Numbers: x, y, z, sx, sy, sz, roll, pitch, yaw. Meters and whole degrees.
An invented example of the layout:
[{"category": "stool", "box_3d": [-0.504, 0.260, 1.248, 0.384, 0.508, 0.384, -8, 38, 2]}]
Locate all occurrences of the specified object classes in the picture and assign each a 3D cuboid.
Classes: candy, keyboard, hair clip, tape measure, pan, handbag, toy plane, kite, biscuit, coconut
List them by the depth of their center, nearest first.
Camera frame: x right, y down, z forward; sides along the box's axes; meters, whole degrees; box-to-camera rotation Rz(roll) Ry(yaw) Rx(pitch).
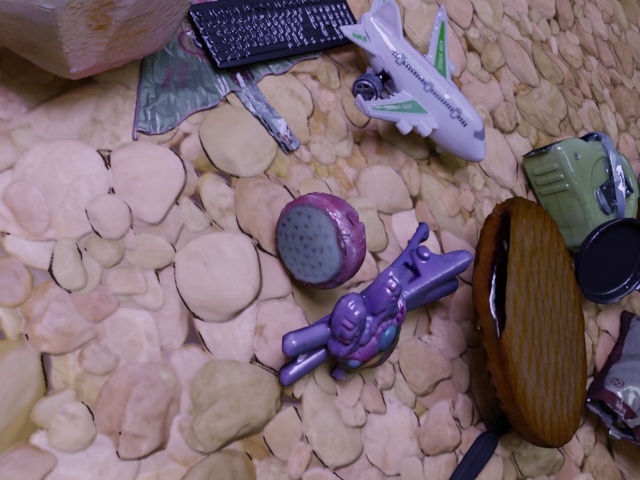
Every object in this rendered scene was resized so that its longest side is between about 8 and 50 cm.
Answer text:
[{"category": "coconut", "box_3d": [-0.211, -0.254, 0.529, 0.237, 0.237, 0.197, -38, 92, -38]}, {"category": "candy", "box_3d": [0.000, 0.000, 0.662, 0.043, 0.103, 0.103, -23, 88, -50]}, {"category": "hair clip", "box_3d": [0.072, 0.064, 0.687, 0.090, 0.137, 0.278, 33, 48, 21]}, {"category": "kite", "box_3d": [-0.105, -0.215, 0.720, 0.323, 0.013, 0.267, -36, 96, -38]}, {"category": "keyboard", "box_3d": [-0.044, -0.262, 0.766, 0.250, 0.017, 0.087, -25, 89, -40]}, {"category": "biscuit", "box_3d": [0.275, 0.101, 0.813, 0.318, 0.040, 0.318, 16, 69, -48]}, {"category": "toy plane", "box_3d": [0.125, -0.197, 0.824, 0.255, 0.101, 0.251, 49, 53, -16]}, {"category": "handbag", "box_3d": [0.506, 0.227, 0.924, 0.213, 0.127, 0.235, 40, 46, 12]}, {"category": "pan", "box_3d": [0.467, 0.058, 0.958, 0.235, 0.028, 0.136, 39, 93, -23]}, {"category": "tape measure", "box_3d": [0.417, -0.074, 0.982, 0.175, 0.106, 0.200, -27, 94, -31]}]

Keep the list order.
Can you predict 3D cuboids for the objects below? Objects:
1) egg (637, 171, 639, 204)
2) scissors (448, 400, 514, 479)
[{"category": "egg", "box_3d": [0.754, -0.007, 1.060, 0.354, 0.354, 0.340, -36, 107, -38]}, {"category": "scissors", "box_3d": [0.210, 0.243, 0.781, 0.220, 0.017, 0.088, -37, 100, -38]}]
